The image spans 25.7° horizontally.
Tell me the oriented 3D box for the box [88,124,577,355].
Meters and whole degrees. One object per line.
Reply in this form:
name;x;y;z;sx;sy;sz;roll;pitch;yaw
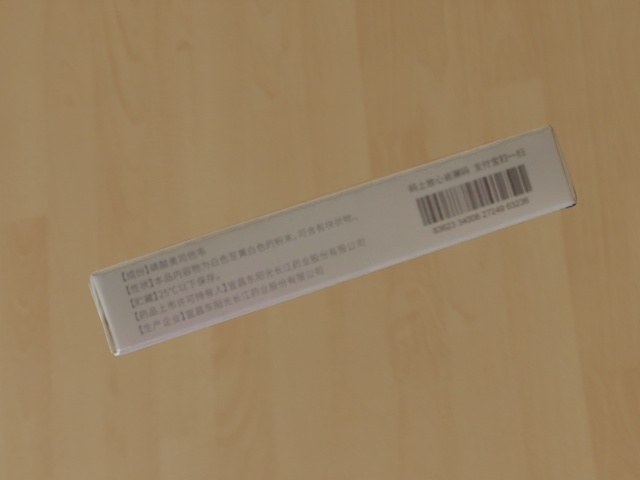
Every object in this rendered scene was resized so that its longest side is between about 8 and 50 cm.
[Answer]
box;0.000;0.000;1.055;0.343;0.200;0.065;-18;91;-8
